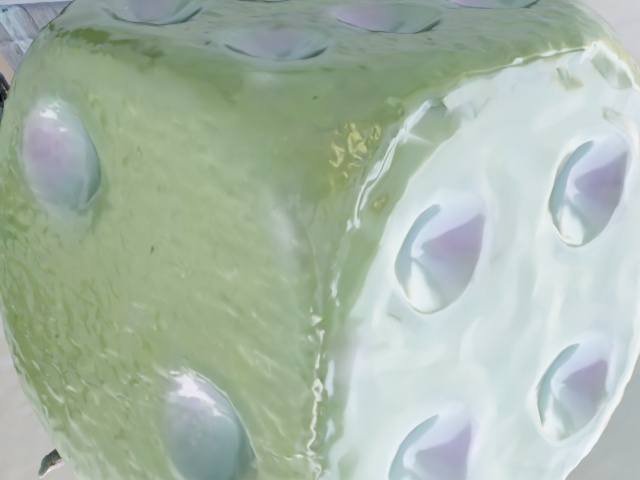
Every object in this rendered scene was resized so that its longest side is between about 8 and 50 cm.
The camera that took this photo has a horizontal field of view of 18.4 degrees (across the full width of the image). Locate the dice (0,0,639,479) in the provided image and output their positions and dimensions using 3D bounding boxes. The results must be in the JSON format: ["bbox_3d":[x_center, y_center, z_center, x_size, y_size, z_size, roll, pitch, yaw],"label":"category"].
[{"bbox_3d":[0.000,0.000,0.976,0.252,0.254,0.250,-19,118,-43],"label":"dice"}]

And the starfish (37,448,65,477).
[{"bbox_3d":[-0.075,0.123,1.202,0.208,0.053,0.176,-5,171,8],"label":"starfish"}]

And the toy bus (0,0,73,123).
[{"bbox_3d":[-0.214,-0.057,1.345,0.162,0.194,0.323,-31,180,15],"label":"toy bus"}]
